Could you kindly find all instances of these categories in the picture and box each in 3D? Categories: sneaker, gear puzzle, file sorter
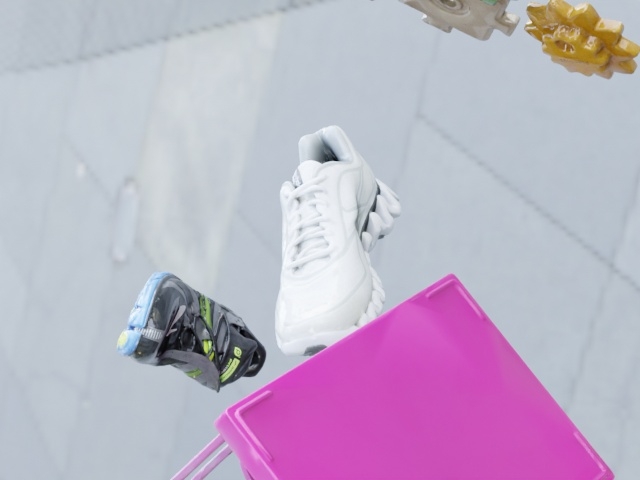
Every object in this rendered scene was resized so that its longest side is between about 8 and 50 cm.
[{"bbox_3d":[-0.089,0.070,1.375,0.078,0.188,0.067,27,91,21],"label":"sneaker"},{"bbox_3d":[0.063,-0.185,1.307,0.044,0.339,0.175,-64,0,-18],"label":"gear puzzle"},{"bbox_3d":[0.000,0.000,1.747,0.292,0.110,0.118,-80,-31,-56],"label":"sneaker"},{"bbox_3d":[0.033,0.195,1.397,0.202,0.290,0.182,52,130,9],"label":"file sorter"}]
